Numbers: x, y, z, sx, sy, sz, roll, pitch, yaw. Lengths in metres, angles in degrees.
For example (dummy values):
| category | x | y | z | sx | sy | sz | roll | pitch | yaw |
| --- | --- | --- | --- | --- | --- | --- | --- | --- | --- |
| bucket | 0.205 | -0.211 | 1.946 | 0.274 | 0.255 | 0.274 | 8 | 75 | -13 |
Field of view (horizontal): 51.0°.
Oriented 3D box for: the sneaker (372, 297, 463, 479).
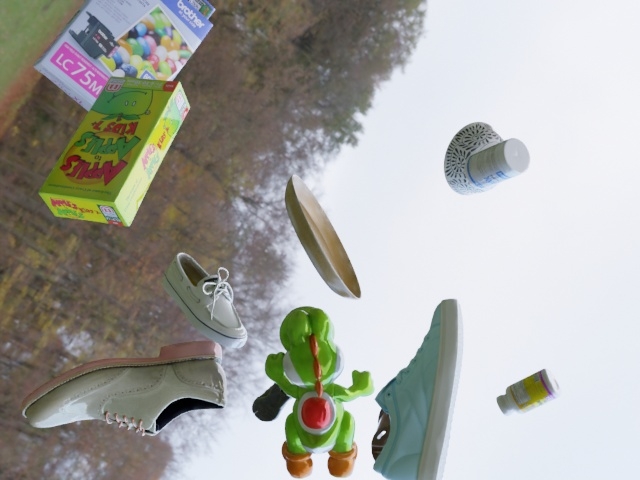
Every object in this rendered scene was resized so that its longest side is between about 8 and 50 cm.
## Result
| category | x | y | z | sx | sy | sz | roll | pitch | yaw |
| --- | --- | --- | --- | --- | --- | --- | --- | --- | --- |
| sneaker | 0.179 | 0.272 | 1.253 | 0.150 | 0.135 | 0.366 | 8 | -115 | 16 |

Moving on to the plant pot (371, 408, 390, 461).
| category | x | y | z | sx | sy | sz | roll | pitch | yaw |
| --- | --- | --- | --- | --- | --- | --- | --- | --- | --- |
| plant pot | 0.199 | 0.469 | 1.598 | 0.167 | 0.167 | 0.165 | -47 | 170 | 17 |

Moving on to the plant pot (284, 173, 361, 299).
| category | x | y | z | sx | sy | sz | roll | pitch | yaw |
| --- | --- | --- | --- | --- | --- | --- | --- | --- | --- |
| plant pot | 0.000 | 0.000 | 1.123 | 0.032 | 0.236 | 0.236 | -29 | -150 | 9 |

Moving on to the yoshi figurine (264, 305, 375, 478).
| category | x | y | z | sx | sy | sz | roll | pitch | yaw |
| --- | --- | --- | --- | --- | --- | --- | --- | --- | --- |
| yoshi figurine | -0.010 | 0.283 | 1.350 | 0.203 | 0.362 | 0.203 | -22 | -153 | -40 |

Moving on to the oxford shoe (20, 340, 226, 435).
| category | x | y | z | sx | sy | sz | roll | pitch | yaw |
| --- | --- | --- | --- | --- | --- | --- | --- | --- | --- |
| oxford shoe | -0.377 | 0.311 | 1.308 | 0.140 | 0.396 | 0.147 | 91 | -17 | -61 |

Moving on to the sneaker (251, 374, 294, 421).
| category | x | y | z | sx | sy | sz | roll | pitch | yaw |
| --- | --- | --- | --- | --- | --- | --- | --- | --- | --- |
| sneaker | -0.113 | 0.445 | 1.969 | 0.130 | 0.087 | 0.227 | -35 | 164 | -52 |

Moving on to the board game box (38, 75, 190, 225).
| category | x | y | z | sx | sy | sz | roll | pitch | yaw |
| --- | --- | --- | --- | --- | --- | --- | --- | --- | --- |
| board game box | -0.225 | -0.105 | 0.749 | 0.092 | 0.043 | 0.181 | 8 | -124 | 14 |

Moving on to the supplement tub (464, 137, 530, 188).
| category | x | y | z | sx | sy | sz | roll | pitch | yaw |
| --- | --- | --- | --- | --- | --- | --- | --- | --- | --- |
| supplement tub | 0.326 | -0.141 | 1.245 | 0.107 | 0.071 | 0.071 | -22 | -141 | 58 |

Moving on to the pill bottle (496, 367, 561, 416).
| category | x | y | z | sx | sy | sz | roll | pitch | yaw |
| --- | --- | --- | --- | --- | --- | --- | --- | --- | --- |
| pill bottle | 0.290 | 0.215 | 0.938 | 0.083 | 0.043 | 0.043 | -35 | -150 | 24 |

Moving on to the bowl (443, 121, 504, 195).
| category | x | y | z | sx | sy | sz | roll | pitch | yaw |
| --- | --- | --- | --- | --- | --- | --- | --- | --- | --- |
| bowl | 0.365 | -0.174 | 1.491 | 0.170 | 0.170 | 0.080 | -55 | -146 | -2 |

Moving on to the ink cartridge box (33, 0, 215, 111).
| category | x | y | z | sx | sy | sz | roll | pitch | yaw |
| --- | --- | --- | --- | --- | --- | --- | --- | --- | --- |
| ink cartridge box | -0.319 | -0.356 | 1.158 | 0.065 | 0.186 | 0.311 | 4 | -121 | 54 |

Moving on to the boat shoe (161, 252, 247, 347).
| category | x | y | z | sx | sy | sz | roll | pitch | yaw |
| --- | --- | --- | --- | --- | --- | --- | --- | --- | --- |
| boat shoe | -0.322 | 0.151 | 1.960 | 0.367 | 0.135 | 0.157 | 41 | -65 | 35 |
